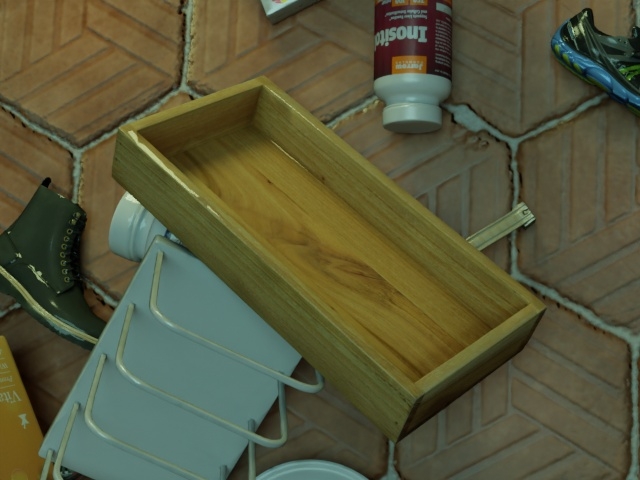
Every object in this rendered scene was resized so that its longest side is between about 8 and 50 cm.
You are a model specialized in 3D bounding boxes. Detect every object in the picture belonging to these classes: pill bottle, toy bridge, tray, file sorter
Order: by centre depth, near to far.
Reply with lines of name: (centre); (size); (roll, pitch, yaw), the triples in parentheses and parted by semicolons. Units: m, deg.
file sorter: (-0.142, 0.179, 1.062); (0.192, 0.173, 0.278); (27, 107, -14)
tray: (0.000, 0.000, 1.079); (0.411, 0.202, 0.076); (42, 136, 23)
toy bridge: (0.146, 0.021, 1.154); (0.188, 0.063, 0.026); (-34, 79, 4)
pill bottle: (0.101, -0.198, 1.176); (0.086, 0.086, 0.152); (-1, 83, 10)
pill bottle: (-0.128, 0.006, 1.179); (0.186, 0.112, 0.112); (20, 87, 12)

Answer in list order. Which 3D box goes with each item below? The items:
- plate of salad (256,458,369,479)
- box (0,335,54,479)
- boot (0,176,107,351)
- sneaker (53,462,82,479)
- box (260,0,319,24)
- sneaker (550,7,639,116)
plate of salad: (-0.010, 0.332, 1.153); (0.199, 0.048, 0.200); (0, 88, 1)
box: (-0.397, 0.297, 1.119); (0.168, 0.215, 0.345); (-29, 79, 27)
boot: (-0.284, 0.028, 1.227); (0.198, 0.077, 0.137); (34, 85, 11)
sneaker: (-0.278, 0.240, 1.201); (0.158, 0.065, 0.061); (-28, 79, 5)
box: (-0.032, -0.364, 1.244); (0.145, 0.038, 0.186); (-26, 79, 6)
sneaker: (0.334, -0.181, 1.143); (0.188, 0.067, 0.078); (39, 97, 15)
